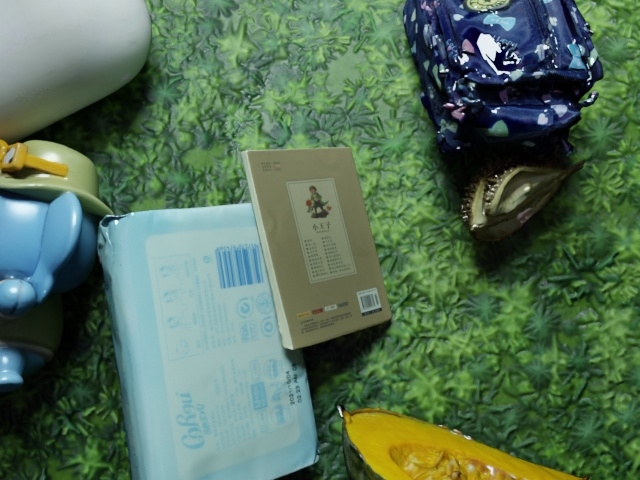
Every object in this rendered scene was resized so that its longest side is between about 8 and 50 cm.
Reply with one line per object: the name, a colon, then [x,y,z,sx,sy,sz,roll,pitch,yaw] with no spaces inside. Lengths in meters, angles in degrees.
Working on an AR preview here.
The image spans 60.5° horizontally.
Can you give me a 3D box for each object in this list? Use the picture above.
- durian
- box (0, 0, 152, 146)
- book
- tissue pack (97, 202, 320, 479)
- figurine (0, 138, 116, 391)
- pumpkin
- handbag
durian: [0.198,-0.061,0.566,0.140,0.110,0.071,-30,60,-3]
box: [-0.360,-0.278,0.576,0.289,0.141,0.348,-28,84,-2]
book: [0.000,0.000,0.563,0.139,0.016,0.198,-9,82,-38]
tissue pack: [-0.107,0.101,0.528,0.177,0.089,0.263,-7,86,-34]
figurine: [-0.292,0.028,0.534,0.154,0.180,0.261,11,76,-17]
pumpkin: [0.114,0.241,0.533,0.279,0.163,0.111,14,99,-41]
handbag: [0.177,-0.203,0.550,0.162,0.113,0.260,-2,59,0]
